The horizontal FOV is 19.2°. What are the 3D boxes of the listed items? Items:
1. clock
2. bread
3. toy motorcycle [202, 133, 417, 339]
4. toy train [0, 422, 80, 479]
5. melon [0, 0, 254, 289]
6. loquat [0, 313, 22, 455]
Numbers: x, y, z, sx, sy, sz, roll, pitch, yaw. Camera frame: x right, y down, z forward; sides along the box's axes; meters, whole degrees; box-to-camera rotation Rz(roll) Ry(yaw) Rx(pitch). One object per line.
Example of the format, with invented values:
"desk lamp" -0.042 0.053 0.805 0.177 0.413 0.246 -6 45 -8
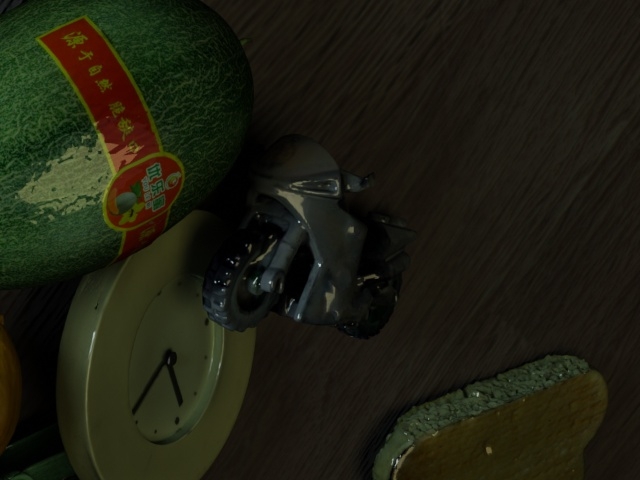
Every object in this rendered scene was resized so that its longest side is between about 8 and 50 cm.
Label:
"clock" -0.120 0.089 1.445 0.235 0.029 0.235 -30 125 -55
"bread" 0.158 0.225 1.810 0.286 0.056 0.207 -13 120 -35
"toy motorcycle" 0.000 0.000 1.501 0.270 0.106 0.159 6 100 -59
"toy train" -0.209 0.179 1.463 0.172 0.070 0.099 -23 137 -29
"melon" -0.159 -0.076 1.266 0.287 0.182 0.182 -34 133 -24
"loquat" -0.300 0.126 1.263 0.234 0.176 0.187 -48 172 10
